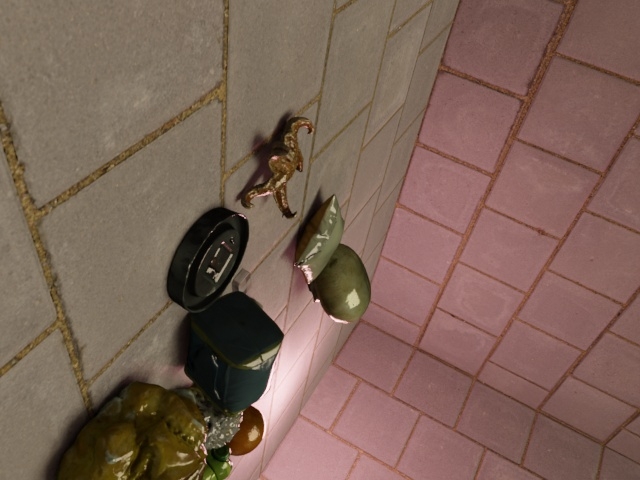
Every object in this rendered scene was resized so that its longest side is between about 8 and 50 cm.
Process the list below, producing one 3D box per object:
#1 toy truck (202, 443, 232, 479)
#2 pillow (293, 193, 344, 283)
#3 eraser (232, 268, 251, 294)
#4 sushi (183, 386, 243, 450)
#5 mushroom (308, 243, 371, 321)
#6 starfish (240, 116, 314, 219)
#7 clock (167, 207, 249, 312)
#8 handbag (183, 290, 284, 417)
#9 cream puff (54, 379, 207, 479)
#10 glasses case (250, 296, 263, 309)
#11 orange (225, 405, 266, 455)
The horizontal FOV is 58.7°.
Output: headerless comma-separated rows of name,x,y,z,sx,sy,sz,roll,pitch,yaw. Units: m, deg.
toy truck,-0.401,0.763,1.939,0.211,0.186,0.148,-51,155,-41
pillow,0.000,0.000,2.178,0.313,0.119,0.310,-60,163,-11
eraser,-0.242,0.139,1.756,0.065,0.026,0.105,-51,161,-33
sushi,-0.352,0.531,1.713,0.140,0.184,0.274,-65,158,0
mushroom,0.073,0.179,2.424,0.352,0.260,0.353,-16,90,-81
starfish,-0.101,-0.183,1.547,0.312,0.113,0.303,-55,163,-40
clock,-0.276,0.047,1.423,0.281,0.055,0.281,-57,163,-27
handbag,-0.241,0.311,1.585,0.222,0.263,0.241,-30,148,-40
cream puff,-0.411,0.523,1.331,0.378,0.275,0.378,-56,166,-22
glasses case,-0.255,0.348,1.907,0.308,0.083,0.128,-65,166,-2
orange,-0.312,0.738,2.217,0.206,0.206,0.206,-57,164,-26
